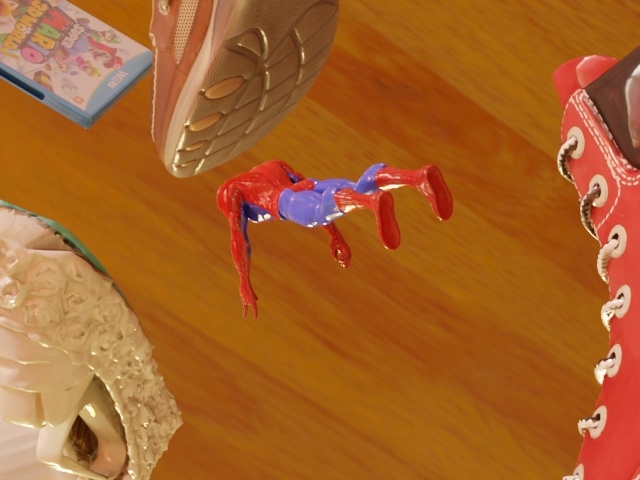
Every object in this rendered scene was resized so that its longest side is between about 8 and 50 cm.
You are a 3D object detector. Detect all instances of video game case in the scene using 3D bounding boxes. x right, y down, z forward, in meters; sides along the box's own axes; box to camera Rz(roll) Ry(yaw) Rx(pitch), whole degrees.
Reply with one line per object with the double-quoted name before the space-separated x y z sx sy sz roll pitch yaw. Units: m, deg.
"video game case" -0.234 -0.167 1.233 0.166 0.119 0.015 31 130 5

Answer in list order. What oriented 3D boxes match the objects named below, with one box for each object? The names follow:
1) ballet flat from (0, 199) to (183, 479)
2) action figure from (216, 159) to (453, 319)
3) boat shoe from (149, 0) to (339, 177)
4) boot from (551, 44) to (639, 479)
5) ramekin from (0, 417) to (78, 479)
"ballet flat" -0.212 0.122 1.265 0.147 0.147 0.409 -28 149 -5
"action figure" 0.000 0.000 1.272 0.091 0.280 0.139 -26 111 -32
"boat shoe" -0.057 -0.178 0.994 0.123 0.116 0.324 -20 150 -38
"boot" 0.092 0.046 0.428 0.244 0.176 0.088 -48 147 13
"ramekin" -0.408 0.302 1.894 0.135 0.277 0.277 -14 107 -22
